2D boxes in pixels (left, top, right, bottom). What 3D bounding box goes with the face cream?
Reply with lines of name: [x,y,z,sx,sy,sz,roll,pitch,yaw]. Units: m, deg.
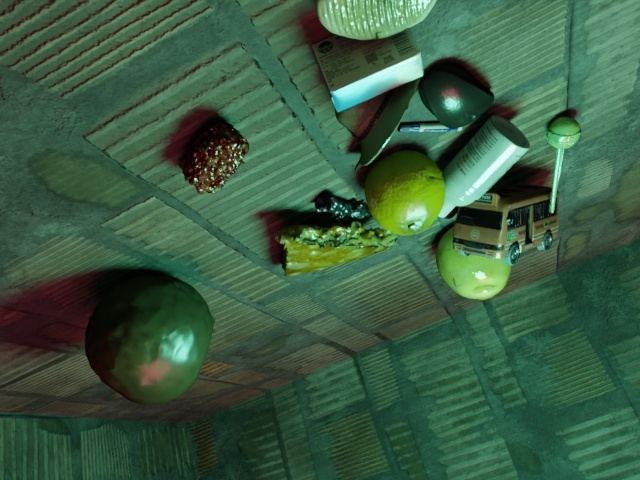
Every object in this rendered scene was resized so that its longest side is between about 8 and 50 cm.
face cream: [0.450,-0.193,1.568,0.145,0.146,0.370,2,140,-34]

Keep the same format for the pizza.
pizza: [0.000,0.000,1.685,0.439,0.130,0.406,-18,159,21]

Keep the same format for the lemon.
lemon: [0.255,-0.128,1.529,0.240,0.219,0.240,-11,152,-6]

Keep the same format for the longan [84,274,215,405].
longan: [-0.534,0.316,1.673,0.403,0.404,0.436,-16,146,-5]

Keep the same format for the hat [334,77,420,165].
hat: [0.106,-0.313,1.163,0.130,0.257,0.257,28,137,-10]

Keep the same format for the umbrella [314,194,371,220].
umbrella: [0.080,-0.097,1.644,0.080,0.072,0.224,-4,174,44]

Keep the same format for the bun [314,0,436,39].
bun: [0.098,-0.465,0.922,0.237,0.116,0.210,-11,159,19]

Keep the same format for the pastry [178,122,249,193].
pastry: [-0.251,-0.196,1.218,0.115,0.097,0.208,10,143,-37]

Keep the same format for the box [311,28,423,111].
box: [0.095,-0.371,1.064,0.194,0.139,0.073,-22,153,6]

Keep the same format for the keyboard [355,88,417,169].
keyboard: [0.151,-0.254,1.380,0.103,0.041,0.381,-43,167,-33]

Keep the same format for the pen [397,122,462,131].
pen: [0.305,-0.312,1.427,0.204,0.025,0.025,-7,151,-21]

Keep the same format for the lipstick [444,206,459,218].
lipstick: [0.482,-0.173,1.745,0.073,0.073,0.280,-9,151,-18]

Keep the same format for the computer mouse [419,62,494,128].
computer mouse: [0.355,-0.353,1.320,0.137,0.087,0.269,-35,150,30]

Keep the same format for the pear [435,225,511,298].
pear: [0.610,0.076,2.048,0.308,0.310,0.309,-14,153,-8]

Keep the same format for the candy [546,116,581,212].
candy: [0.764,-0.234,1.659,0.092,0.092,0.336,-23,126,-19]

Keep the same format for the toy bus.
toy bus: [0.641,-0.069,1.758,0.426,0.233,0.203,-13,-162,-42]
